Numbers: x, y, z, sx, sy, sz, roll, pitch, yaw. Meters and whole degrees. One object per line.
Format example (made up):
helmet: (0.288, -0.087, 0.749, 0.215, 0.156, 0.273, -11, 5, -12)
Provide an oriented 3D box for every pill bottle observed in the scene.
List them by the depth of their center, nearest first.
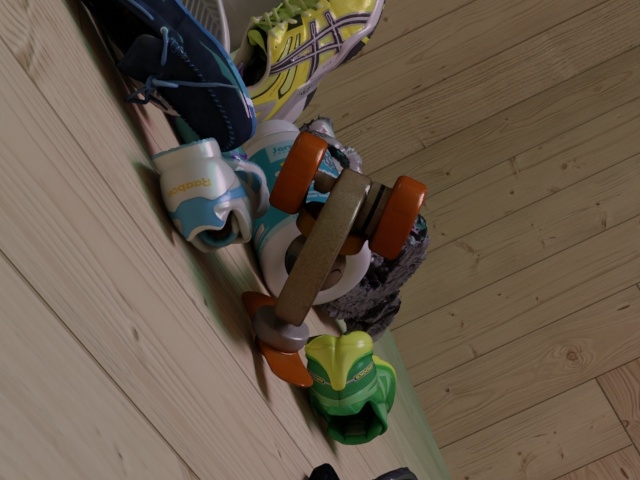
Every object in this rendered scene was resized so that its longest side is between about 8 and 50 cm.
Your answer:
pill bottle: (-0.036, -0.049, 1.545, 0.146, 0.146, 0.264, 60, 6, -48)

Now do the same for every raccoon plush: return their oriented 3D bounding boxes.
raccoon plush: (0.000, 0.000, 2.000, 0.299, 0.216, 0.446, 52, -30, 21)

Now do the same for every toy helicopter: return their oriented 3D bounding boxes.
toy helicopter: (-0.009, 0.035, 1.236, 0.140, 0.235, 0.355, 24, -6, 0)

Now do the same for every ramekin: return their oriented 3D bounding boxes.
ramekin: (-0.122, -0.452, 2.047, 0.135, 0.277, 0.277, 56, 6, -13)

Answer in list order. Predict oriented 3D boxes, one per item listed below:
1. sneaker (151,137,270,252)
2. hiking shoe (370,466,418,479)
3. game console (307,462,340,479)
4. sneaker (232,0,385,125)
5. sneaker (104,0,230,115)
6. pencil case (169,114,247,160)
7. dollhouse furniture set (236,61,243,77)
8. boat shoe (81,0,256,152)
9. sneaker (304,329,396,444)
sneaker: (-0.103, -0.033, 1.132, 0.229, 0.087, 0.092, 21, 52, -75)
hiking shoe: (0.099, 0.342, 1.310, 0.114, 0.086, 0.227, 63, 2, 33)
game console: (0.105, 0.308, 1.003, 0.293, 0.173, 0.250, -2, 66, -86)
sneaker: (-0.031, -0.342, 1.866, 0.145, 0.384, 0.147, 38, 7, 35)
sneaker: (-0.193, -0.297, 1.235, 0.148, 0.131, 0.350, 150, -81, -87)
pencil case: (-0.145, -0.151, 1.348, 0.151, 0.064, 0.070, 64, 21, -8)
dollhouse furniture set: (-0.178, -0.226, 1.759, 0.081, 0.091, 0.114, 26, -30, 9)
boat shoe: (-0.171, -0.185, 1.112, 0.258, 0.089, 0.109, 50, -41, 1)
sneaker: (0.033, 0.196, 1.413, 0.295, 0.109, 0.123, 56, 31, -69)
